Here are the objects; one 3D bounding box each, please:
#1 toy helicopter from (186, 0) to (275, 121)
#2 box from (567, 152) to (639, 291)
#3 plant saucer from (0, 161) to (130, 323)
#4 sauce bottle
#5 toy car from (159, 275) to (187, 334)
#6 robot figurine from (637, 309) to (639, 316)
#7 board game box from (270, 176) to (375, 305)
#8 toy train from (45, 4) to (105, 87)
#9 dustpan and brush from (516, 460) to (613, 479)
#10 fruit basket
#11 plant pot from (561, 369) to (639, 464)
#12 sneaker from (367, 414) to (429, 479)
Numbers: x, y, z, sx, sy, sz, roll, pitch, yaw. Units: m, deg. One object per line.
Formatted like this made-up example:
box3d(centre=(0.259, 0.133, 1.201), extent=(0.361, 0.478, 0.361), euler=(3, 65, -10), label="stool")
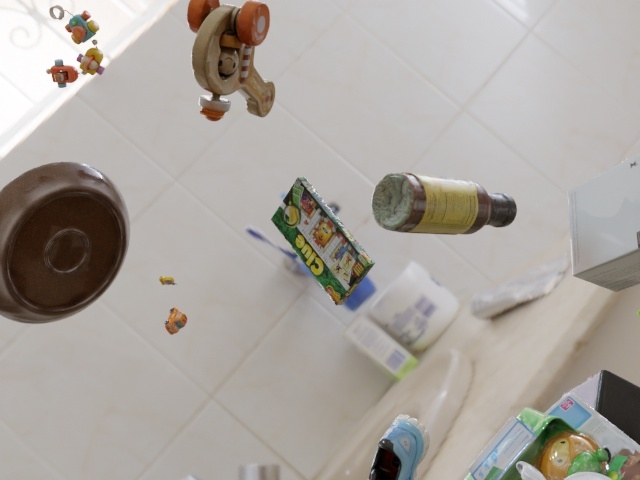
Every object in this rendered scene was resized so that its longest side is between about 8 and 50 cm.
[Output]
box3d(centre=(-0.167, -0.322, 1.685), extent=(0.355, 0.140, 0.234), euler=(41, -114, -70), label="toy helicopter")
box3d(centre=(0.543, -0.029, 1.472), extent=(0.182, 0.119, 0.180), euler=(-33, 45, 52), label="box")
box3d(centre=(-0.462, 0.014, 1.498), extent=(0.311, 0.050, 0.310), euler=(-24, -55, -39), label="plant saucer")
box3d(centre=(0.244, -0.064, 1.583), extent=(0.344, 0.111, 0.111), euler=(2, -44, -45), label="sauce bottle")
box3d(centre=(-0.312, 0.138, 1.767), extent=(0.041, 0.122, 0.060), euler=(-3, 29, 23), label="toy car")
box3d(centre=(0.765, 0.143, 1.866), extent=(0.101, 0.067, 0.115), euler=(7, -43, -48), label="robot figurine")
box3d(centre=(0.000, 0.000, 1.803), extent=(0.030, 0.259, 0.136), euler=(-13, -35, -45), label="board game box")
box3d(centre=(-0.494, -0.375, 1.662), extent=(0.046, 0.125, 0.166), euler=(-77, -7, -60), label="toy train")
box3d(centre=(0.287, 0.318, 0.988), extent=(0.211, 0.060, 0.147), euler=(29, 113, 55), label="dustpan and brush")
box3d(centre=(0.390, 0.435, 1.396), extent=(0.327, 0.165, 0.353), euler=(-50, 15, 3), label="fruit basket")
box3d(centre=(0.660, 0.434, 1.913), extent=(0.167, 0.188, 0.187), euler=(-65, 4, -33), label="plant pot")
box3d(centre=(0.078, 0.284, 0.979), extent=(0.073, 0.063, 0.162), euler=(-19, -62, -47), label="sneaker")
